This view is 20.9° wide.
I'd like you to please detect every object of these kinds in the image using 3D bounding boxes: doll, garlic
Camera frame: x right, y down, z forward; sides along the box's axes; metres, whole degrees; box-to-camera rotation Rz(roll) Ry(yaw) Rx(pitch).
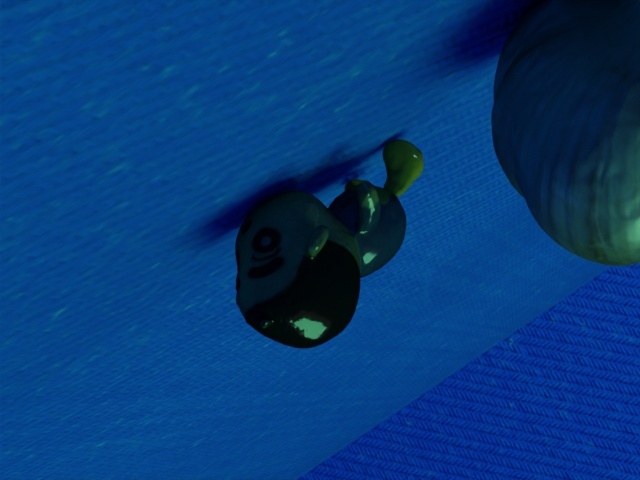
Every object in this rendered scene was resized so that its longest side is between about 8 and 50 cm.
[{"bbox_3d":[0.000,0.000,1.062,0.102,0.089,0.179,-43,-171,42],"label":"doll"},{"bbox_3d":[0.195,-0.108,0.957,0.219,0.218,0.212,-30,134,-14],"label":"garlic"}]
